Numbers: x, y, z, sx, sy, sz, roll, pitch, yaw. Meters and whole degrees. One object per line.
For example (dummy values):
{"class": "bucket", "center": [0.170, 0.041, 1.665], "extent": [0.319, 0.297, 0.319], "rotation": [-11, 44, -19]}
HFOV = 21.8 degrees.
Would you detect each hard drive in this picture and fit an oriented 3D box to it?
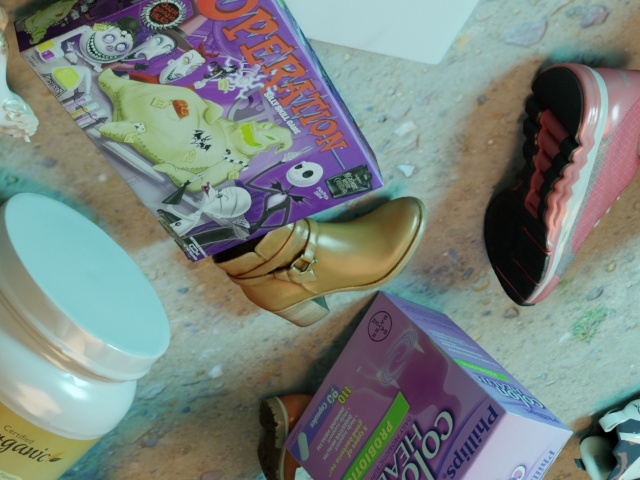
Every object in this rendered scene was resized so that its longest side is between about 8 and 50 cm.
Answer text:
{"class": "hard drive", "center": [0.095, -0.302, 1.421], "extent": [0.210, 0.040, 0.318], "rotation": [7, 128, -36]}

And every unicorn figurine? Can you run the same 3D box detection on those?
{"class": "unicorn figurine", "center": [-0.284, -0.127, 1.369], "extent": [0.111, 0.060, 0.162], "rotation": [-7, 136, -24]}

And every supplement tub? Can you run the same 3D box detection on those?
{"class": "supplement tub", "center": [-0.311, 0.130, 1.496], "extent": [0.316, 0.228, 0.228], "rotation": [-43, 139, 17]}

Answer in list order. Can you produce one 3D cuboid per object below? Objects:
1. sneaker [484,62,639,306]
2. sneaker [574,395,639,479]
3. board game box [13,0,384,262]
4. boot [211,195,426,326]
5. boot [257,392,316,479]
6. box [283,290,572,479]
{"class": "sneaker", "center": [0.273, -0.050, 1.740], "extent": [0.136, 0.116, 0.314], "rotation": [-9, 137, -25]}
{"class": "sneaker", "center": [0.402, 0.301, 2.210], "extent": [0.153, 0.094, 0.235], "rotation": [-13, 138, -17]}
{"class": "board game box", "center": [-0.095, -0.116, 1.467], "extent": [0.208, 0.056, 0.347], "rotation": [-25, 143, 8]}
{"class": "boot", "center": [0.000, 0.000, 1.668], "extent": [0.197, 0.073, 0.152], "rotation": [-41, 135, 10]}
{"class": "boot", "center": [-0.026, 0.235, 1.915], "extent": [0.084, 0.059, 0.158], "rotation": [-15, 138, -23]}
{"class": "box", "center": [0.110, 0.214, 1.790], "extent": [0.117, 0.243, 0.213], "rotation": [21, 107, -43]}
